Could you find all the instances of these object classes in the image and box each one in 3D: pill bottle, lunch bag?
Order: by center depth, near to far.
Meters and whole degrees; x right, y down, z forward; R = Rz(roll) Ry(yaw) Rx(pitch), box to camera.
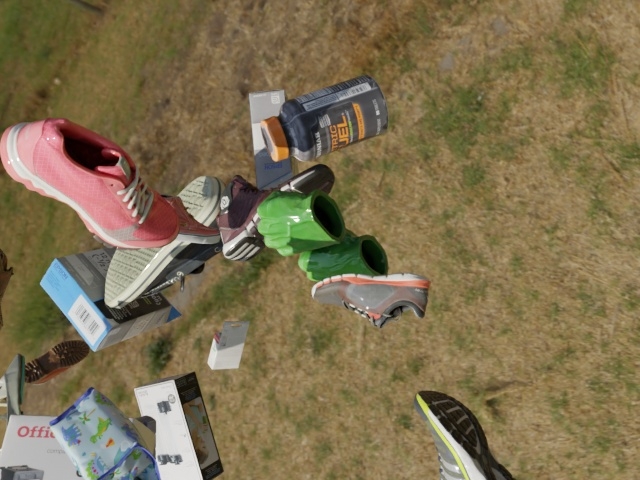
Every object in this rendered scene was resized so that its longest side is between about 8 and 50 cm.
[{"bbox_3d":[-0.286,0.296,0.939,0.096,0.151,0.129,-41,57,-16],"label":"lunch bag"},{"bbox_3d":[0.005,-0.240,1.379,0.130,0.245,0.130,158,90,-77],"label":"pill bottle"}]

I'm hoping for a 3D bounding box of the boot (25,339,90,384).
[{"bbox_3d":[-0.602,0.280,1.548,0.059,0.157,0.085,59,158,14],"label":"boot"}]

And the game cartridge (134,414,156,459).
[{"bbox_3d":[-0.525,0.539,1.490,0.068,0.355,0.230,14,103,42],"label":"game cartridge"}]

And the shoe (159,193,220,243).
[{"bbox_3d":[-0.258,-0.041,1.271,0.063,0.178,0.081,14,96,46],"label":"shoe"}]

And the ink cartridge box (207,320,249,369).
[{"bbox_3d":[-0.193,0.215,1.430,0.029,0.062,0.115,37,117,51],"label":"ink cartridge box"}]

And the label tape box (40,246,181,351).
[{"bbox_3d":[-0.552,0.139,1.889,0.249,0.347,0.115,46,118,14],"label":"label tape box"}]

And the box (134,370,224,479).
[{"bbox_3d":[-0.389,0.520,1.859,0.169,0.087,0.290,-19,86,33],"label":"box"}]

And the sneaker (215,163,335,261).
[{"bbox_3d":[-0.114,-0.098,1.380,0.281,0.106,0.163,-38,58,13],"label":"sneaker"}]

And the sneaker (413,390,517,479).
[{"bbox_3d":[0.245,0.404,1.209,0.121,0.111,0.300,-51,54,29],"label":"sneaker"}]

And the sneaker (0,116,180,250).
[{"bbox_3d":[-0.319,-0.078,1.032,0.136,0.314,0.116,-13,55,37],"label":"sneaker"}]

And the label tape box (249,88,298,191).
[{"bbox_3d":[-0.120,-0.216,1.879,0.105,0.240,0.334,-6,83,3],"label":"label tape box"}]

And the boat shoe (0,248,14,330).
[{"bbox_3d":[-0.549,0.060,1.103,0.110,0.104,0.307,41,146,17],"label":"boat shoe"}]

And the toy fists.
[{"bbox_3d":[0.000,0.000,1.222,0.142,0.279,0.096,-14,54,32],"label":"toy fists"}]

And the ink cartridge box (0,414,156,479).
[{"bbox_3d":[-0.413,0.448,1.097,0.226,0.131,0.306,1,63,3],"label":"ink cartridge box"}]

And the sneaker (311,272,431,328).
[{"bbox_3d":[0.059,0.077,0.849,0.157,0.061,0.065,-5,74,26],"label":"sneaker"}]

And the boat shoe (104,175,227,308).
[{"bbox_3d":[-0.357,0.030,1.640,0.500,0.156,0.187,-36,47,29],"label":"boat shoe"}]

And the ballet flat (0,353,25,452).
[{"bbox_3d":[-0.580,0.313,1.258,0.072,0.068,0.213,131,132,-55],"label":"ballet flat"}]
